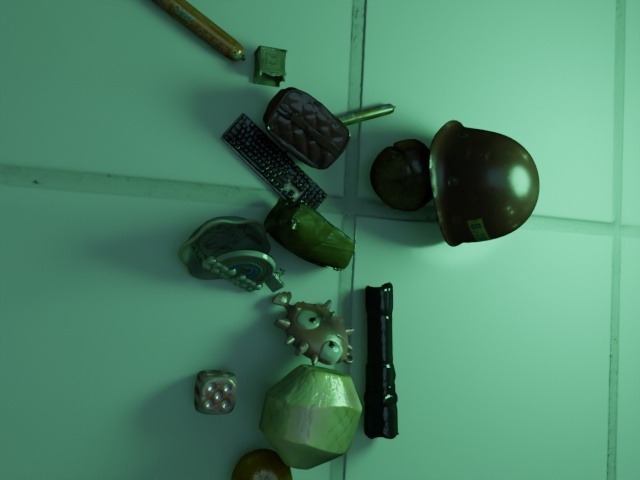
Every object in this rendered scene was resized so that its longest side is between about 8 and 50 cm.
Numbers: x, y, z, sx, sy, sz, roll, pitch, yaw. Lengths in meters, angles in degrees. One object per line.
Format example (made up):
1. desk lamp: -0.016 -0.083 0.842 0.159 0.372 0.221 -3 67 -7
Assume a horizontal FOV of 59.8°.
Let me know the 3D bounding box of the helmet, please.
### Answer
1. helmet: 0.464 -0.154 1.500 0.385 0.230 0.338 46 57 -50

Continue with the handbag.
1. handbag: -0.038 -0.289 1.435 0.225 0.135 0.146 38 99 -17

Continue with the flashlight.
1. flashlight: 0.166 0.327 1.532 0.103 0.103 0.424 1 87 -21

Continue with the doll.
1. doll: -0.018 0.228 1.439 0.262 0.093 0.211 46 39 15

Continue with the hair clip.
1. hair clip: -0.171 0.068 1.381 0.220 0.140 0.054 35 38 -46

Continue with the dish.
1. dish: -0.238 0.001 1.365 0.229 0.229 0.081 -6 50 -21

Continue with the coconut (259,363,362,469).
1. coconut: -0.028 0.433 1.369 0.259 0.259 0.260 1 88 -21

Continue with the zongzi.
1. zongzi: 0.000 0.000 1.370 0.260 0.289 0.123 31 87 -19

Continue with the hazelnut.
1. hazelnut: 0.239 -0.189 1.539 0.208 0.208 0.208 1 88 -21

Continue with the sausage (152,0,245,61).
1. sausage: -0.332 -0.562 1.390 0.347 0.053 0.053 35 77 -16

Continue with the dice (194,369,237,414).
1. dice: -0.258 0.372 1.368 0.091 0.093 0.094 9 84 -20

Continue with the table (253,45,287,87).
1. table: -0.132 -0.454 1.458 0.079 0.062 0.083 3 88 -20

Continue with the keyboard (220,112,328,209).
1. keyboard: -0.115 -0.197 1.476 0.317 0.027 0.106 43 75 -14

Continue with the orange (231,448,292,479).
1. orange: -0.147 0.601 1.391 0.154 0.134 0.155 8 62 -16

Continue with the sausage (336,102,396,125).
1. sausage: 0.098 -0.344 1.557 0.269 0.033 0.033 -19 95 -20
